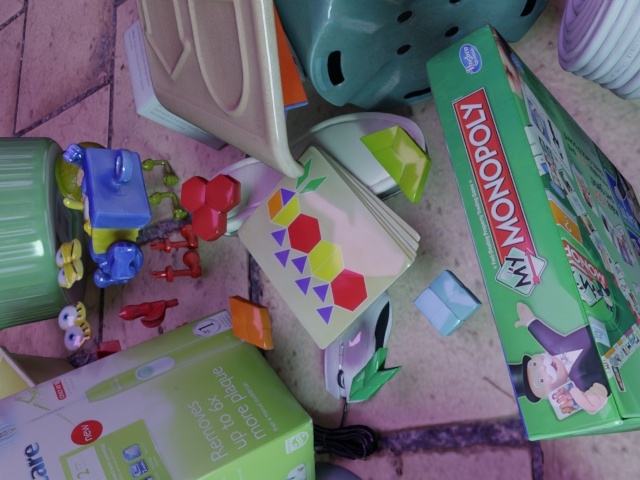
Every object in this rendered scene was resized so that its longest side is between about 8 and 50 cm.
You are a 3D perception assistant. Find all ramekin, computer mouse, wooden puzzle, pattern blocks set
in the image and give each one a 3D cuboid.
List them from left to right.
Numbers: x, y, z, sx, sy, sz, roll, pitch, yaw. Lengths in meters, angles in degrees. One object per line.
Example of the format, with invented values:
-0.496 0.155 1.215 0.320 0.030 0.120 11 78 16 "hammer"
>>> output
-0.455 -0.014 0.949 0.148 0.303 0.304 -7 66 -11 "ramekin"
-0.111 -0.260 0.608 0.322 0.080 0.348 34 141 51 "wooden puzzle"
0.000 0.000 0.660 0.285 0.026 0.325 -39 69 23 "pattern blocks set"
0.028 0.139 0.694 0.106 0.042 0.193 6 81 39 "computer mouse"

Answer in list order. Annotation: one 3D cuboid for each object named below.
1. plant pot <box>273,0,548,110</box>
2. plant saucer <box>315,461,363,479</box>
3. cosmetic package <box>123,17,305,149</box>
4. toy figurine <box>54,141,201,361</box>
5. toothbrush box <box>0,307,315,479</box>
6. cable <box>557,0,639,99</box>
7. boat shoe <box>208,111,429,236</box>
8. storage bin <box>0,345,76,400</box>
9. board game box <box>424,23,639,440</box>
0.053 -0.340 0.648 0.341 0.341 0.334 -30 69 28 "plant pot"
-0.007 0.339 0.669 0.194 0.037 0.195 -11 71 35 "plant saucer"
-0.148 -0.253 0.868 0.183 0.151 0.152 -32 60 25 "cosmetic package"
-0.237 -0.053 0.801 0.217 0.191 0.363 115 145 -48 "toy figurine"
-0.175 0.218 0.655 0.206 0.283 0.122 42 145 46 "toothbrush box"
0.265 -0.242 0.487 0.089 0.257 0.257 17 105 6 "cable"
-0.004 -0.064 0.745 0.304 0.091 0.109 -14 64 31 "boat shoe"
-0.411 0.332 0.923 0.262 0.123 0.261 23 91 39 "storage bin"
0.188 0.018 0.428 0.046 0.317 0.214 -24 63 32 "board game box"
